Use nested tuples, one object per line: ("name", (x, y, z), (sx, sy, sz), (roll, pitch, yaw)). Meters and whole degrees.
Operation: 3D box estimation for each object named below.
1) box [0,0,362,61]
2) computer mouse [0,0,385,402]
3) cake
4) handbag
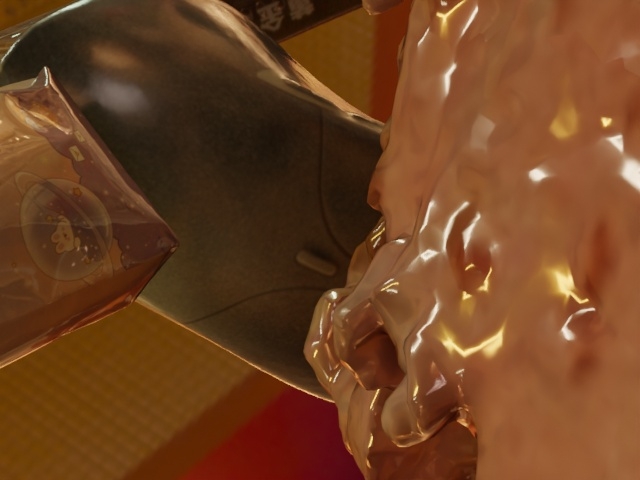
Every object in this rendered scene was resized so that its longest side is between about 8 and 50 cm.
("box", (-0.096, -0.140, 1.134), (0.180, 0.325, 0.047), (-27, -75, -20))
("computer mouse", (0.000, 0.000, 0.945), (0.379, 0.090, 0.167), (25, -76, -19))
("cake", (0.165, -0.037, 0.453), (0.293, 0.307, 0.314), (10, -74, -21))
("handbag", (-0.158, 0.002, 0.786), (0.173, 0.117, 0.095), (-31, -13, -41))
